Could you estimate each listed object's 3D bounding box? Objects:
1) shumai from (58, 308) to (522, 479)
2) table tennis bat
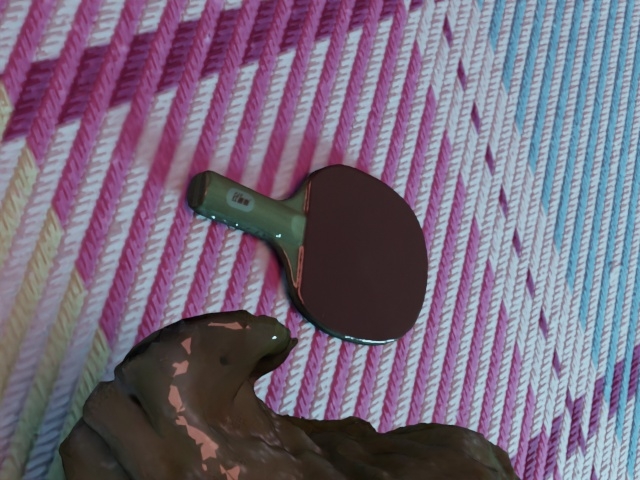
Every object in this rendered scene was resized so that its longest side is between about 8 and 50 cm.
[{"bbox_3d":[-0.043,0.178,0.566,0.262,0.267,0.314,49,48,-28],"label":"shumai"},{"bbox_3d":[0.000,0.000,0.808,0.246,0.022,0.138,24,67,-40],"label":"table tennis bat"}]
